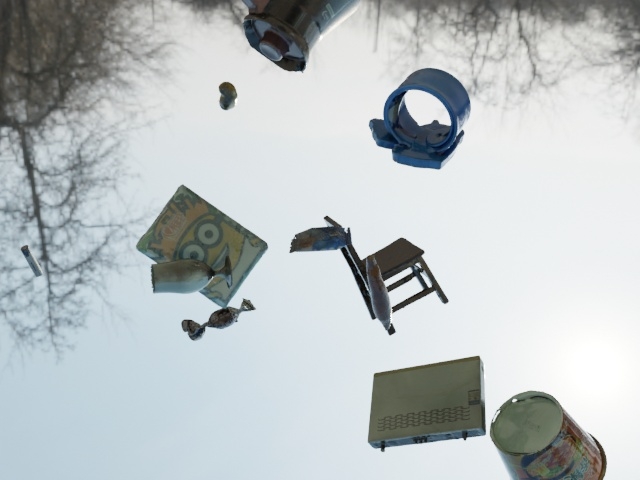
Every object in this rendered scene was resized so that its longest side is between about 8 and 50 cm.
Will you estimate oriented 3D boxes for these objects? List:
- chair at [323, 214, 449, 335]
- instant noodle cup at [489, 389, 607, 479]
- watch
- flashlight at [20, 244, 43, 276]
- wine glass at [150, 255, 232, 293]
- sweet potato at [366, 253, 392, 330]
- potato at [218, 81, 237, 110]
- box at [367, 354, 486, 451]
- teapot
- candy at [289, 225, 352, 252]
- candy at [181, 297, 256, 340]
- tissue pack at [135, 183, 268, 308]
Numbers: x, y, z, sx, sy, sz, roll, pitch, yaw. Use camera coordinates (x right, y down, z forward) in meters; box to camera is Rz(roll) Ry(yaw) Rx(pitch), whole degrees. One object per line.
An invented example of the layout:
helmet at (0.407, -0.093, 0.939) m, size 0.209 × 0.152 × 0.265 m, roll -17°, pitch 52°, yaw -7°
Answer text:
chair at (0.216, 0.062, 2.363) m, size 0.240 × 0.416 × 0.203 m, roll -28°, pitch -160°, yaw -7°
instant noodle cup at (0.498, 0.462, 1.607) m, size 0.230 × 0.182 × 0.230 m, roll -28°, pitch -152°, yaw 16°
watch at (0.294, -0.387, 2.181) m, size 0.305 × 0.275 × 0.241 m, roll 19°, pitch -134°, yaw 19°
flashlight at (-0.678, 0.048, 1.681) m, size 0.018 × 0.083 × 0.018 m, roll -17°, pitch -144°, yaw -5°
wine glass at (-0.333, 0.090, 1.839) m, size 0.202 × 0.093 × 0.093 m, roll -3°, pitch -158°, yaw -16°
sweet potato at (0.166, 0.153, 2.014) m, size 0.057 × 0.265 × 0.057 m, roll -9°, pitch -145°, yaw 7°
potato at (-0.227, -0.354, 1.764) m, size 0.046 × 0.092 × 0.045 m, roll 41°, pitch -120°, yaw 21°
box at (0.240, 0.370, 1.615) m, size 0.270 × 0.045 × 0.211 m, roll -16°, pitch -137°, yaw 24°
teapot at (-0.084, -0.735, 2.173) m, size 0.305 × 0.362 × 0.376 m, roll 12°, pitch 157°, yaw 48°
candy at (0.000, 0.000, 1.549) m, size 0.136 × 0.038 × 0.088 m, roll -8°, pitch -150°, yaw 3°
candy at (-0.301, 0.227, 2.120) m, size 0.226 × 0.051 × 0.094 m, roll -19°, pitch -131°, yaw -4°
tissue pack at (-0.337, 0.018, 2.046) m, size 0.310 × 0.228 × 0.128 m, roll 37°, pitch 171°, yaw -13°
